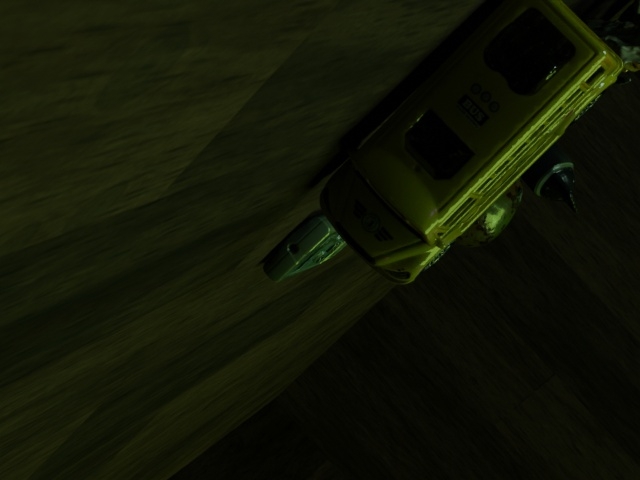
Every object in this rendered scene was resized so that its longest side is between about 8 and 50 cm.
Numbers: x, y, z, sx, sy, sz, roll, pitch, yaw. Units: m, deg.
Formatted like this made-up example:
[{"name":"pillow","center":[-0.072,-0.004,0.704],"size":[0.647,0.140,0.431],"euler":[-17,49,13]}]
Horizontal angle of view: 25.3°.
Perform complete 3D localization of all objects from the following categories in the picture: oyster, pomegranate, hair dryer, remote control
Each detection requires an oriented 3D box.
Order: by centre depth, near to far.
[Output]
[{"name":"remote control","center":[0.000,0.000,1.781],"size":[0.098,0.038,0.233],"euler":[-44,173,15]},{"name":"oyster","center":[0.415,-0.279,2.037],"size":[0.201,0.107,0.354],"euler":[-29,-178,-7]},{"name":"hair dryer","center":[0.308,-0.156,2.091],"size":[0.078,0.196,0.248],"euler":[-35,153,0]},{"name":"pomegranate","center":[0.217,-0.075,2.141],"size":[0.159,0.159,0.205],"euler":[-42,-161,4]}]

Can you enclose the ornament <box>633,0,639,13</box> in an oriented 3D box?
[{"name":"ornament","center":[0.489,-0.403,1.939],"size":[0.180,0.059,0.201],"euler":[-42,172,-5]}]

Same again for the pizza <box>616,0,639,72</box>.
[{"name":"pizza","center":[0.593,-0.336,2.174],"size":[0.440,0.130,0.406],"euler":[-48,-161,35]}]

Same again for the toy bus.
[{"name":"toy bus","center":[0.138,-0.106,1.431],"size":[0.331,0.145,0.151],"euler":[-46,172,12]}]
